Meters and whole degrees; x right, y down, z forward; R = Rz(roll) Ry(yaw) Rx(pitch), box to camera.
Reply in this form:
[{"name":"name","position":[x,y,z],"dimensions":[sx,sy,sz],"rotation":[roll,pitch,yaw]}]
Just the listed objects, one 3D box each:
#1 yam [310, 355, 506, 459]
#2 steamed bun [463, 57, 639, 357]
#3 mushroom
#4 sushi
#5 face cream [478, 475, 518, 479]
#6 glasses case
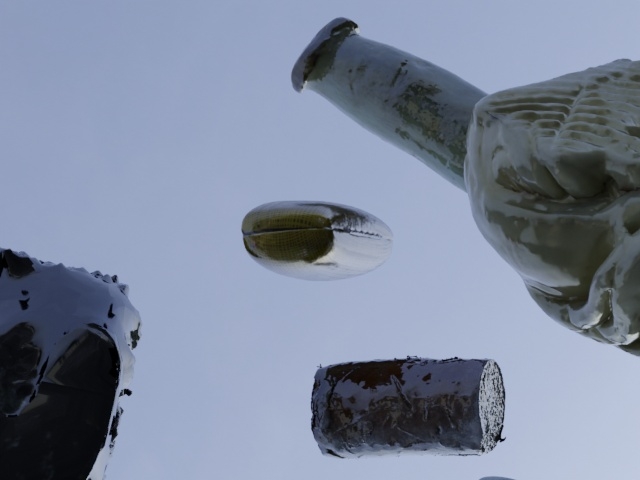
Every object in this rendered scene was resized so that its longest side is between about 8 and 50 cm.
[{"name":"yam","position":[0.064,0.126,1.033],"dimensions":[0.079,0.141,0.079],"rotation":[22,-115,-61]},{"name":"steamed bun","position":[0.270,-0.013,1.101],"dimensions":[0.289,0.276,0.203],"rotation":[-8,-58,-1]},{"name":"mushroom","position":[0.099,-0.127,1.370],"dimensions":[0.100,0.312,0.081],"rotation":[-49,-32,-13]},{"name":"sushi","position":[-0.334,0.159,1.219],"dimensions":[0.285,0.328,0.328],"rotation":[18,-108,-19]},{"name":"face cream","position":[0.197,0.439,1.648],"dimensions":[0.143,0.089,0.314],"rotation":[24,-115,-22]},{"name":"glasses case","position":[0.000,0.000,1.105],"dimensions":[0.234,0.079,0.064],"rotation":[9,-104,-74]}]
